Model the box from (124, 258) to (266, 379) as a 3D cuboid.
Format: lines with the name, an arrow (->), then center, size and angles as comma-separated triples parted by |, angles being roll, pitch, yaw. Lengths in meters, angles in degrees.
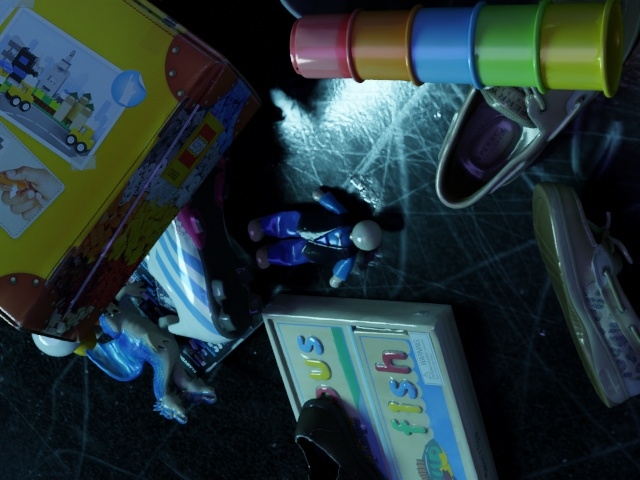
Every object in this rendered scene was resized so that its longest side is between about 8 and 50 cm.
box -> -0.195, 0.072, 1.897 | 0.220, 0.051, 0.175 | 46, 135, -1

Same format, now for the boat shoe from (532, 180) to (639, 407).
boat shoe -> 0.308, 0.050, 1.509 | 0.089, 0.104, 0.285 | -22, 117, 3

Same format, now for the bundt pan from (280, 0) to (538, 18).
bundt pan -> 0.081, -0.340, 1.314 | 0.331, 0.124, 0.331 | 11, 141, 9

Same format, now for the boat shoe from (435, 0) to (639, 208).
boat shoe -> 0.220, -0.159, 1.398 | 0.122, 0.110, 0.341 | 35, 134, 10

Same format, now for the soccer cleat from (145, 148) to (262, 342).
soccer cleat -> -0.181, -0.022, 1.743 | 0.143, 0.116, 0.331 | -3, 105, 35

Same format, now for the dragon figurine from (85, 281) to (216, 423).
dragon figurine -> -0.267, 0.138, 1.899 | 0.289, 0.085, 0.144 | 34, 135, 9

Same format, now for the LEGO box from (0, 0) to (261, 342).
LEGO box -> -0.388, -0.178, 1.598 | 0.500, 0.372, 0.193 | 37, 178, 12

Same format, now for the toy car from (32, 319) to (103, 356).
toy car -> -0.372, 0.074, 1.978 | 0.182, 0.159, 0.136 | 43, 101, 2

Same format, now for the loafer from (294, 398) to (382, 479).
loafer -> 0.019, 0.319, 1.831 | 0.080, 0.078, 0.220 | -15, 111, 41

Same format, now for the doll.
doll -> 0.000, 0.000, 1.711 | 0.189, 0.046, 0.129 | -6, 104, 38

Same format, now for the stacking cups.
stacking cups -> 0.129, -0.186, 1.322 | 0.316, 0.096, 0.096 | 3, 122, 24

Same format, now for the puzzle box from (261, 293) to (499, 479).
puzzle box -> 0.093, 0.259, 1.829 | 0.272, 0.052, 0.409 | 2, 121, 35
